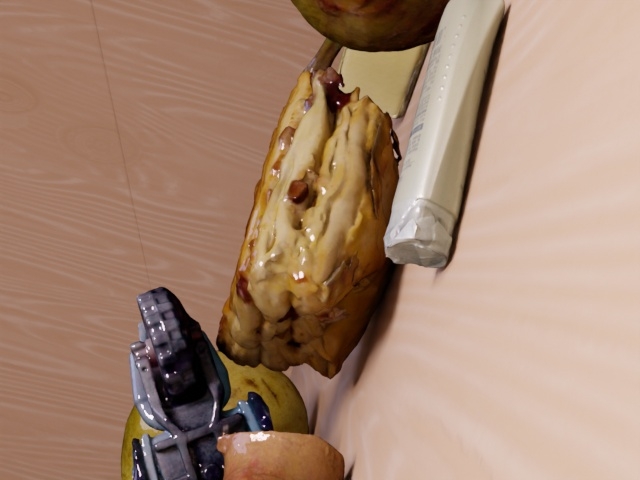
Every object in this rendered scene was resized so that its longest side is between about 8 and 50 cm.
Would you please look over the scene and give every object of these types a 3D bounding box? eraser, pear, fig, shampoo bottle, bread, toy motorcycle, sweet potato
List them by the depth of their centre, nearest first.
[{"bbox_3d":[0.093,-0.084,0.678,0.072,0.049,0.212,122,164,-72],"label":"shampoo bottle"},{"bbox_3d":[-0.055,0.303,0.751,0.336,0.131,0.131,-78,4,-51],"label":"sweet potato"},{"bbox_3d":[0.030,-0.256,0.912,0.321,0.217,0.217,135,154,-59],"label":"fig"},{"bbox_3d":[0.000,0.000,0.986,0.324,0.167,0.277,114,171,-61],"label":"bread"},{"bbox_3d":[-0.128,0.261,1.006,0.232,0.172,0.416,121,128,-73],"label":"toy motorcycle"},{"bbox_3d":[0.091,-0.270,1.336,0.172,0.117,0.058,107,-178,-48],"label":"eraser"},{"bbox_3d":[-0.161,0.320,1.461,0.304,0.304,0.303,-165,90,-88],"label":"pear"}]
